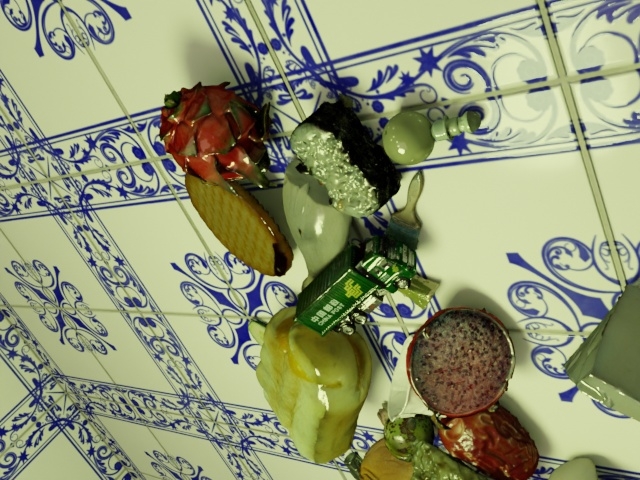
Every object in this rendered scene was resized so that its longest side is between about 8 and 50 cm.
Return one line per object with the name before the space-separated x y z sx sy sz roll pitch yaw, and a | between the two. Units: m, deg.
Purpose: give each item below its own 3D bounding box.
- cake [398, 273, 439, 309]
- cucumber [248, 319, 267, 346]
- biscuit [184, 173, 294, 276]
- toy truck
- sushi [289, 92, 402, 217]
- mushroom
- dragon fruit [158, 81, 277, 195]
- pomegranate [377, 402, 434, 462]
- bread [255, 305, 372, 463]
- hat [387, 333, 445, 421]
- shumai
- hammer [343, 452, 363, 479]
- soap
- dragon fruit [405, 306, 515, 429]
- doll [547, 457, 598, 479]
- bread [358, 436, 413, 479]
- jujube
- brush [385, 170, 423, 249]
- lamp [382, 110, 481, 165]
cake | 0.172 0.089 1.437 0.140 0.051 0.055 25 141 22
cucumber | -0.143 0.250 1.861 0.107 0.035 0.067 43 132 9
biscuit | -0.183 -0.042 1.560 0.318 0.040 0.317 35 154 20
toy truck | 0.070 0.091 1.387 0.121 0.088 0.259 32 126 -19
sushi | 0.044 -0.143 1.274 0.212 0.115 0.147 48 138 -6
mushroom | 0.000 0.000 1.464 0.159 0.122 0.328 -124 22 -46
dragon fruit | -0.191 -0.196 1.361 0.274 0.192 0.193 38 165 -10
pomegranate | 0.197 0.469 1.717 0.163 0.125 0.138 11 145 34
bread | -0.002 0.311 1.670 0.300 0.210 0.341 42 141 36
hat | 0.231 0.310 1.521 0.126 0.203 0.203 14 139 -3
shumai | 0.277 0.587 1.554 0.256 0.218 0.189 28 178 42
hammer | 0.220 0.633 1.921 0.365 0.043 0.111 -20 112 46
soap | 0.492 0.250 1.162 0.159 0.257 0.302 26 140 16
dragon fruit | 0.267 0.237 1.414 0.148 0.219 0.223 -166 55 -82
doll | 0.599 0.575 1.463 0.221 0.221 0.250 -33 75 50
bread | 0.202 0.600 1.786 0.199 0.199 0.104 2 131 38
jujube | 0.369 0.436 1.533 0.230 0.155 0.155 39 142 -14
brush | 0.168 -0.055 1.328 0.070 0.021 0.196 25 138 16
lamp | 0.185 -0.180 1.159 0.163 0.091 0.091 -13 119 26
